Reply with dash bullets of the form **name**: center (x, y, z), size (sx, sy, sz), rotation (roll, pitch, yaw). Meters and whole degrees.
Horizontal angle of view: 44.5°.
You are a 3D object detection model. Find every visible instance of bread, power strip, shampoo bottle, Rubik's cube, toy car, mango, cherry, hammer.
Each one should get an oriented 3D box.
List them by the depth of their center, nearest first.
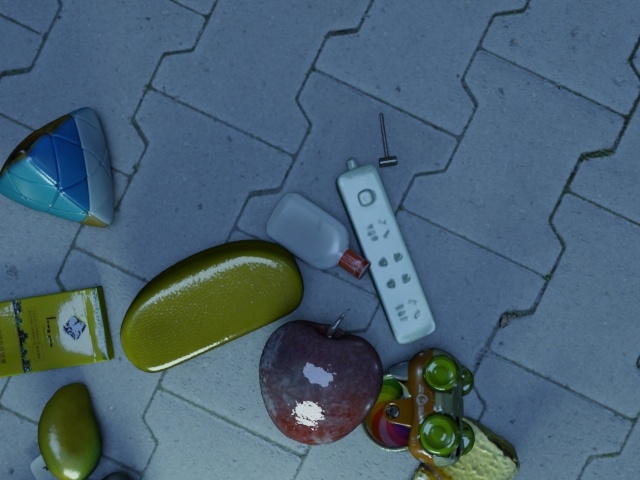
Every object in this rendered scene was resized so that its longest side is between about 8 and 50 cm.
- **cherry**: center (-0.002, 0.258, 1.499), size (0.236, 0.213, 0.286), rotation (28, 104, 24)
- **toy car**: center (0.181, 0.324, 1.535), size (0.235, 0.145, 0.235), rotation (-8, 71, 23)
- **Rubik's cube**: center (-0.524, -0.101, 1.548), size (0.254, 0.254, 0.255), rotation (0, 91, 1)
- **bread**: center (0.284, 0.503, 1.552), size (0.141, 0.178, 0.266), rotation (33, 95, -31)
- **shampoo bottle**: center (0.000, 0.000, 1.552), size (0.221, 0.051, 0.108), rotation (35, 96, 15)
- **mango**: center (-0.504, 0.388, 1.564), size (0.122, 0.085, 0.191), rotation (-13, 81, -40)
- **power strip**: center (0.127, 0.016, 1.568), size (0.091, 0.062, 0.385), rotation (-21, 91, -1)
- **hammer**: center (0.131, -0.205, 1.590), size (0.035, 0.019, 0.110), rotation (-8, 85, 1)

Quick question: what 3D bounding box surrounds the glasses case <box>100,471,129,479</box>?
- **glasses case**: center (-0.497, 0.596, 1.555), size (0.323, 0.074, 0.131), rotation (-35, 91, 2)

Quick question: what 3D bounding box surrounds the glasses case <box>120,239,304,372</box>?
- **glasses case**: center (-0.219, 0.112, 1.539), size (0.371, 0.141, 0.173), rotation (-25, 104, 2)

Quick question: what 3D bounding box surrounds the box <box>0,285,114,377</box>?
- **box**: center (-0.573, 0.189, 1.597), size (0.278, 0.041, 0.153), rotation (-9, 90, 1)

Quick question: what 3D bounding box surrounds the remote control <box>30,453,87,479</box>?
- **remote control**: center (-0.517, 0.513, 1.605), size (0.087, 0.029, 0.190), rotation (-29, 90, 1)
